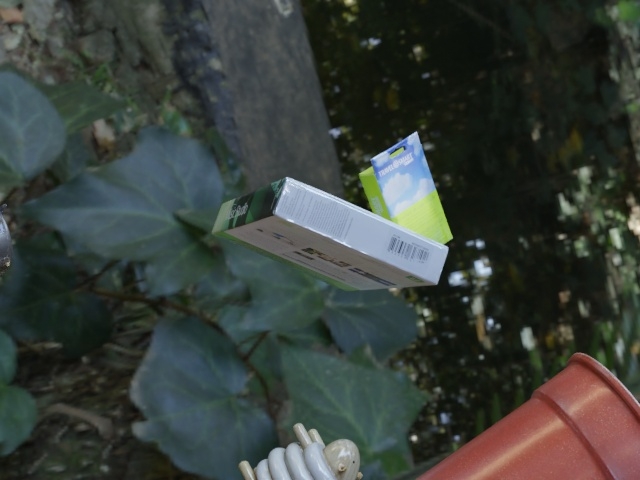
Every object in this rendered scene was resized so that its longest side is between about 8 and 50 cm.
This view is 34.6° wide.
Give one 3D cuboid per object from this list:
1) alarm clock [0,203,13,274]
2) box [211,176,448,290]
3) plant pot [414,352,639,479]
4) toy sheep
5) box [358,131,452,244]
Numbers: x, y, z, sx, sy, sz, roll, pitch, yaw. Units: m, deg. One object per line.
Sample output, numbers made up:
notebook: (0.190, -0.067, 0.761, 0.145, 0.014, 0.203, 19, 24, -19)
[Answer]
alarm clock: (-0.577, 0.013, 1.754, 0.064, 0.192, 0.129, -15, 54, -42)
box: (0.000, 0.000, 1.391, 0.232, 0.322, 0.058, 24, 77, -17)
plant pot: (0.246, 0.309, 1.155, 0.272, 0.265, 0.272, 61, -6, 10)
toy sheep: (-0.022, 0.215, 0.880, 0.091, 0.132, 0.091, 51, 9, -11)
box: (0.126, -0.059, 1.527, 0.109, 0.042, 0.178, -33, 111, -34)
